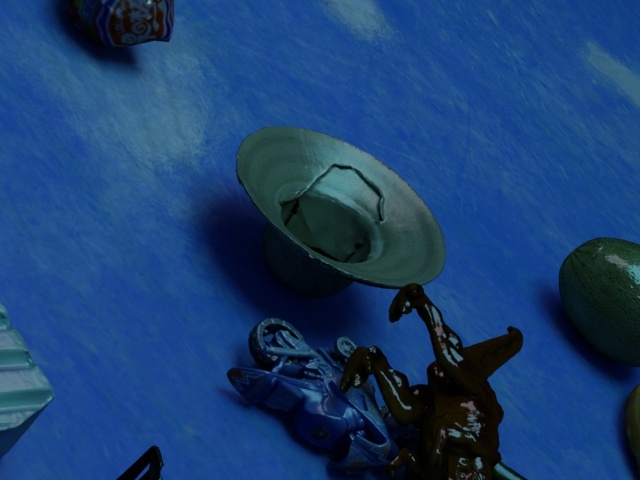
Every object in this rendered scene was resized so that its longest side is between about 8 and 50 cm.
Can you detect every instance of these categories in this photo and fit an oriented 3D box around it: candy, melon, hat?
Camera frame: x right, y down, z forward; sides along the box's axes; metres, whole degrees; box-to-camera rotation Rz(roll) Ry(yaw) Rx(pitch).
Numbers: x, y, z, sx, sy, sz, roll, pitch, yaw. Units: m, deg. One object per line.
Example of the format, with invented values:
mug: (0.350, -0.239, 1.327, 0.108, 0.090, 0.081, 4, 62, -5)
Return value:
candy: (-0.267, -0.346, 2.077, 0.124, 0.124, 0.365, 16, 30, -38)
melon: (0.378, 0.079, 2.216, 0.192, 0.139, 0.139, 44, 29, 0)
hat: (0.000, 0.000, 1.902, 0.252, 0.110, 0.252, 22, 33, -15)

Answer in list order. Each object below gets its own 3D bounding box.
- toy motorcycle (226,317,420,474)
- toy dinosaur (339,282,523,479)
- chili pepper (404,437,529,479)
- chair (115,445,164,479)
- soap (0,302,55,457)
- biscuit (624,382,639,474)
toy motorcycle: (0.007, 0.158, 1.746, 0.205, 0.076, 0.114, 37, 37, -8)
toy dinosaur: (0.121, 0.134, 1.754, 0.208, 0.097, 0.432, 47, 33, -18)
chili pepper: (0.193, 0.279, 1.795, 0.253, 0.083, 0.099, 38, 39, 0)
chair: (-0.208, 0.206, 1.274, 0.101, 0.212, 0.084, 28, 33, -24)
soap: (-0.324, 0.120, 1.380, 0.230, 0.091, 0.145, 0, 47, -49)
biscuit: (0.463, 0.306, 2.115, 0.309, 0.040, 0.204, 43, 29, 3)
